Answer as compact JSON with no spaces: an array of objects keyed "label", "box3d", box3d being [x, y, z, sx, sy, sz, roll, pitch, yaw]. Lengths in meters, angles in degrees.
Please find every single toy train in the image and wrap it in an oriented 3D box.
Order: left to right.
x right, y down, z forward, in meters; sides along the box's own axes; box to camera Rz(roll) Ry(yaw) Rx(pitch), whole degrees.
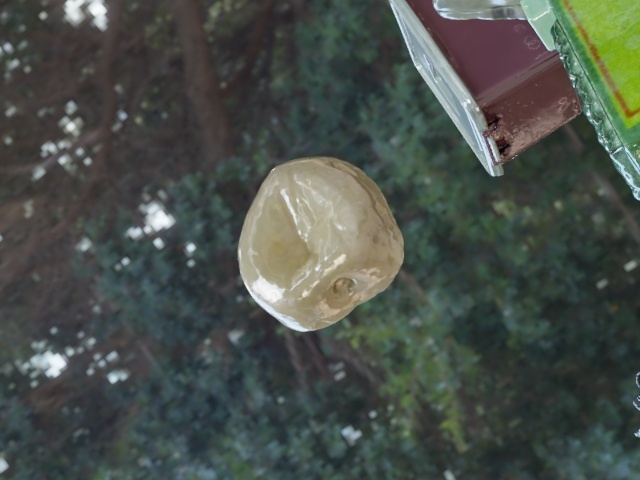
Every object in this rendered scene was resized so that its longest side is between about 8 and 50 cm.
[{"label":"toy train","box3d":[0.246,-0.118,0.920,0.159,0.188,0.272,47,-160,-36]}]

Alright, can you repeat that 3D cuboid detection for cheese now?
[{"label":"cheese","box3d":[0.000,0.000,1.949,0.117,0.217,0.235,27,-114,-55]}]

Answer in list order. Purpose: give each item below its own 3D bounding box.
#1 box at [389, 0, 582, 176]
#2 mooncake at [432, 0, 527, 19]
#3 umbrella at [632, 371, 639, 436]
[{"label":"box","box3d":[0.240,-0.262,2.159,0.294,0.167,0.193,60,-178,36]},{"label":"mooncake","box3d":[0.210,-0.296,1.256,0.254,0.250,0.136,-74,-27,-47]},{"label":"umbrella","box3d":[0.519,0.215,1.972,0.348,0.143,0.094,17,-175,-46]}]
